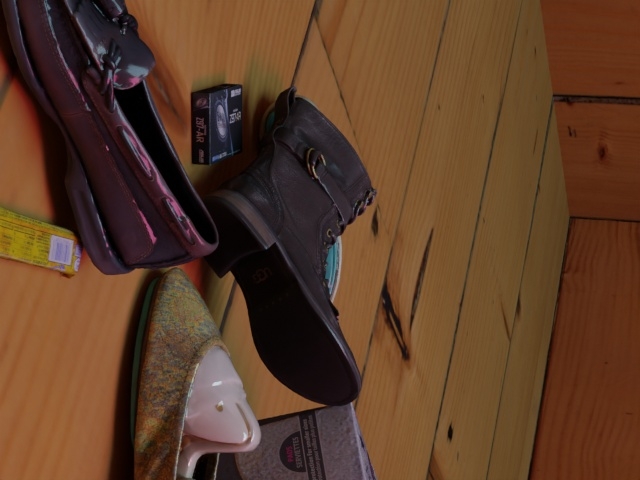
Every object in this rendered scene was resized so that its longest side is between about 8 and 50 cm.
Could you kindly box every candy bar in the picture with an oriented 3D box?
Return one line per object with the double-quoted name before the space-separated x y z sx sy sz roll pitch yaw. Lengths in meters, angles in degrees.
"candy bar" -0.207 0.001 1.021 0.161 0.018 0.040 25 73 -72

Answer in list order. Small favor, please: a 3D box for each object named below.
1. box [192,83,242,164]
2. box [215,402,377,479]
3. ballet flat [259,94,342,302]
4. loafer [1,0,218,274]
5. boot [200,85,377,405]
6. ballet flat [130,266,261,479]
"box" -0.096 -0.109 1.346 0.083 0.018 0.067 -32 125 -69
"box" -0.017 0.294 1.328 0.142 0.163 0.247 75 4 -48
"ballet flat" -0.022 -0.031 1.515 0.086 0.086 0.249 -32 123 -69
"loafer" -0.145 -0.109 1.038 0.109 0.095 0.303 -71 155 -53
"boot" 0.000 0.000 1.382 0.263 0.091 0.229 59 38 -14
"ballet flat" -0.108 0.198 1.222 0.123 0.123 0.349 42 54 -68
